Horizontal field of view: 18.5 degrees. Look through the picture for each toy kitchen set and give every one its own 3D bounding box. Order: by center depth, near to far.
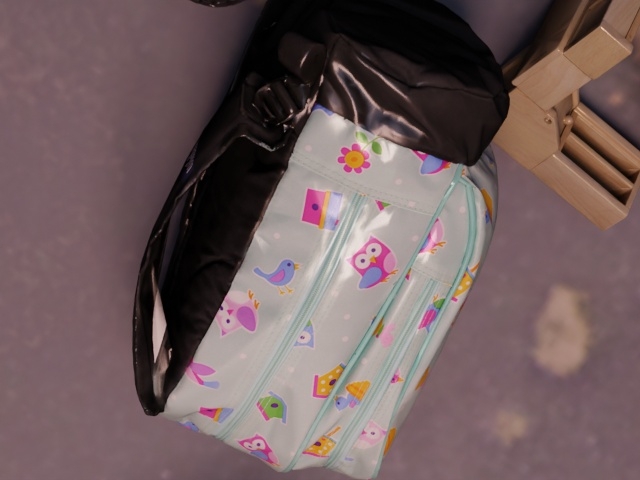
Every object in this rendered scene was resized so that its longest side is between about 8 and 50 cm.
[{"bbox_3d":[0.120,-0.065,0.783,0.075,0.083,0.068,39,52,-12],"label":"toy kitchen set"}]

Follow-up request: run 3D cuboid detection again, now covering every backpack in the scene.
[{"bbox_3d":[0.000,0.000,0.740,0.115,0.152,0.182,24,108,-2],"label":"backpack"}]

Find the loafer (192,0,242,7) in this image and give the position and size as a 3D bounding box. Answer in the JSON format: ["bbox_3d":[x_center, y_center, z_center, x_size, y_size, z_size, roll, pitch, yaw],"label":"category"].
[{"bbox_3d":[-0.001,-0.191,0.735,0.076,0.078,0.223,23,96,-11],"label":"loafer"}]
